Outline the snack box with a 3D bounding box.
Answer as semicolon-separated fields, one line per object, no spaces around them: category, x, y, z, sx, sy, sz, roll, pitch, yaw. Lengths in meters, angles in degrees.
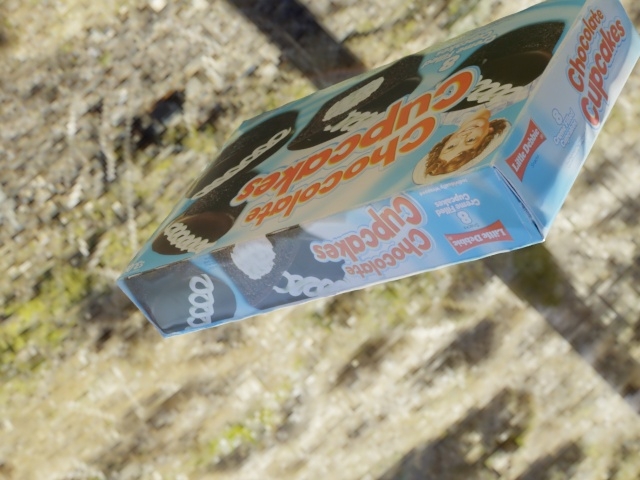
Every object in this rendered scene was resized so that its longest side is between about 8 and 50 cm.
snack box;0.030;-0.044;0.862;0.322;0.060;0.187;-17;-151;43
